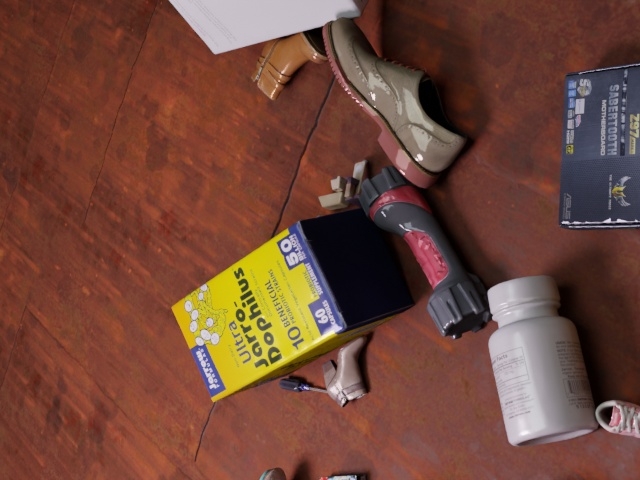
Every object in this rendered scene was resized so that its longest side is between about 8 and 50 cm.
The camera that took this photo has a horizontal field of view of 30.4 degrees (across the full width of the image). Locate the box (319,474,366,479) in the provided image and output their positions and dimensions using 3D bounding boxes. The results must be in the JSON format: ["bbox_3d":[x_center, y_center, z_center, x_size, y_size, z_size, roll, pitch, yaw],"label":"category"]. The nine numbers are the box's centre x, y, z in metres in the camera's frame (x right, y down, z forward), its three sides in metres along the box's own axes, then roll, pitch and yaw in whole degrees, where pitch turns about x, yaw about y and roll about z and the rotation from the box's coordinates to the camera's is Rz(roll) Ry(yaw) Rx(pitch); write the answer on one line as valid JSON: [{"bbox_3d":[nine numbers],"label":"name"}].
[{"bbox_3d":[0.042,0.475,2.035,0.094,0.027,0.137,-16,74,45],"label":"box"}]

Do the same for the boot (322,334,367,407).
[{"bbox_3d":[0.055,0.231,2.048,0.118,0.042,0.087,-42,65,27],"label":"boot"}]

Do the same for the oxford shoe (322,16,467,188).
[{"bbox_3d":[0.129,-0.258,1.974,0.130,0.123,0.348,-43,69,28],"label":"oxford shoe"}]

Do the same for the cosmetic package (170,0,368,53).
[{"bbox_3d":[-0.096,-0.491,2.128,0.385,0.217,0.156,-5,47,41],"label":"cosmetic package"}]

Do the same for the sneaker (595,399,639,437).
[{"bbox_3d":[0.439,0.251,1.615,0.134,0.070,0.051,14,93,45],"label":"sneaker"}]

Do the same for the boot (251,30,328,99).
[{"bbox_3d":[-0.055,-0.328,2.203,0.152,0.073,0.197,-59,33,16],"label":"boot"}]

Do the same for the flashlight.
[{"bbox_3d":[0.164,0.019,1.909,0.103,0.103,0.304,-46,54,31],"label":"flashlight"}]

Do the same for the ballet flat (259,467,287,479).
[{"bbox_3d":[-0.076,0.565,2.113,0.106,0.107,0.316,16,103,26],"label":"ballet flat"}]

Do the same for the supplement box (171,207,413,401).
[{"bbox_3d":[-0.054,0.112,2.033,0.356,0.195,0.194,-33,77,39],"label":"supplement box"}]

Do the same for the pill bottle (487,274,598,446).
[{"bbox_3d":[0.315,0.174,1.710,0.131,0.131,0.229,-26,67,42],"label":"pill bottle"}]

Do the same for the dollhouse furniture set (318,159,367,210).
[{"bbox_3d":[0.032,-0.107,2.090,0.114,0.091,0.081,-11,62,48],"label":"dollhouse furniture set"}]

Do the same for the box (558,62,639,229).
[{"bbox_3d":[0.433,-0.131,1.676,0.183,0.059,0.232,0,86,45],"label":"box"}]

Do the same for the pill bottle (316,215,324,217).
[{"bbox_3d":[0.000,0.000,2.127,0.043,0.043,0.083,34,109,43],"label":"pill bottle"}]

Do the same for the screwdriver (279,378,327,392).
[{"bbox_3d":[-0.008,0.269,2.127,0.170,0.025,0.024,5,88,38],"label":"screwdriver"}]
